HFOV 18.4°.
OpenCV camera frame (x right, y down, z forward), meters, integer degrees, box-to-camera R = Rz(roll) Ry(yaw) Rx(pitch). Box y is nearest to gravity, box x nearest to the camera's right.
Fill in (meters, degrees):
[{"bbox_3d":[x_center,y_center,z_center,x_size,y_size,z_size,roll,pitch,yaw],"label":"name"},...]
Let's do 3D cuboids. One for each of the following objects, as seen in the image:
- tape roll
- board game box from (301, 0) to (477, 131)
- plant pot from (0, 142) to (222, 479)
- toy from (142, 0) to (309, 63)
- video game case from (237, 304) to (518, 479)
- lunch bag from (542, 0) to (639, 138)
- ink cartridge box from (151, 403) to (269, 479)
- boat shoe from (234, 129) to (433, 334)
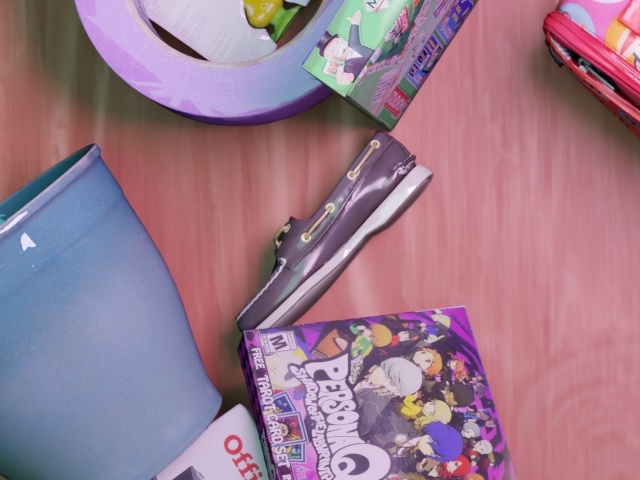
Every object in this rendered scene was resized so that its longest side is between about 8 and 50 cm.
[{"bbox_3d":[-0.077,-0.240,1.728,0.275,0.090,0.274,0,87,5],"label":"tape roll"},{"bbox_3d":[0.083,-0.203,1.648,0.046,0.317,0.213,35,93,8],"label":"board game box"},{"bbox_3d":[-0.230,0.097,1.721,0.272,0.271,0.255,-35,99,5],"label":"plant pot"},{"bbox_3d":[-0.121,-0.261,1.805,0.237,0.056,0.137,36,90,5],"label":"toy"},{"bbox_3d":[0.054,0.173,1.702,0.210,0.042,0.232,-5,59,-16],"label":"video game case"},{"bbox_3d":[0.324,-0.124,1.648,0.293,0.258,0.120,39,93,6],"label":"lunch bag"},{"bbox_3d":[-0.111,0.303,1.746,0.273,0.114,0.197,-36,69,4],"label":"ink cartridge box"},{"bbox_3d":[0.000,0.000,1.778,0.228,0.081,0.069,-45,82,-3],"label":"boat shoe"}]
